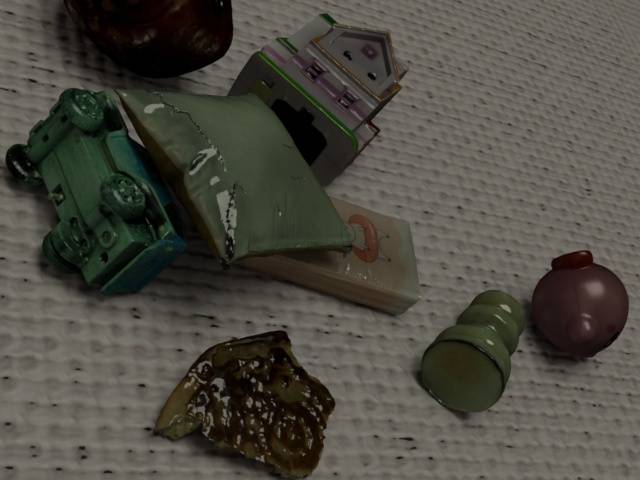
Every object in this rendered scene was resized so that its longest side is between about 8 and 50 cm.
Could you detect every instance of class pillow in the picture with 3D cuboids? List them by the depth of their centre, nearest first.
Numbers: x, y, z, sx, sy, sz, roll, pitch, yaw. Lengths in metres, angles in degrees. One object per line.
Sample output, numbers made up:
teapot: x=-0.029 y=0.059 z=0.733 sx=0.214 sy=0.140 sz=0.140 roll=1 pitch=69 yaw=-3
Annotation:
pillow: x=-0.115 y=-0.097 z=1.535 sx=0.310 sy=0.119 sz=0.312 roll=-8 pitch=61 yaw=-53

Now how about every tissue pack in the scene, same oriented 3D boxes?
tissue pack: x=0.000 y=0.000 z=1.695 sx=0.326 sy=0.071 sz=0.170 roll=19 pitch=46 yaw=-25

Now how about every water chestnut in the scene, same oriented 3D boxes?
water chestnut: x=-0.271 y=-0.387 z=1.715 sx=0.289 sy=0.244 sz=0.289 roll=1 pitch=41 yaw=-1

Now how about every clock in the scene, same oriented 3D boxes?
clock: x=0.021 y=-0.269 z=1.890 sx=0.235 sy=0.166 sz=0.309 roll=42 pitch=47 yaw=1

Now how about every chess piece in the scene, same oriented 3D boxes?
chess piece: x=0.262 y=0.158 z=1.725 sx=0.133 sy=0.133 sz=0.243 roll=43 pitch=35 yaw=2

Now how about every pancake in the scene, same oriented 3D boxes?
pancake: x=-0.093 y=0.205 z=1.449 sx=0.257 sy=0.056 sz=0.212 roll=27 pitch=48 yaw=-28

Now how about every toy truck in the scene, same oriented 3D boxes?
toy truck: x=-0.301 y=-0.069 z=1.461 sx=0.156 sy=0.155 sz=0.278 roll=11 pitch=45 yaw=-55

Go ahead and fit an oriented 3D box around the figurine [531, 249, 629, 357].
figurine: x=0.454 y=0.117 z=1.877 sx=0.173 sy=0.173 sz=0.173 roll=22 pitch=43 yaw=-22
